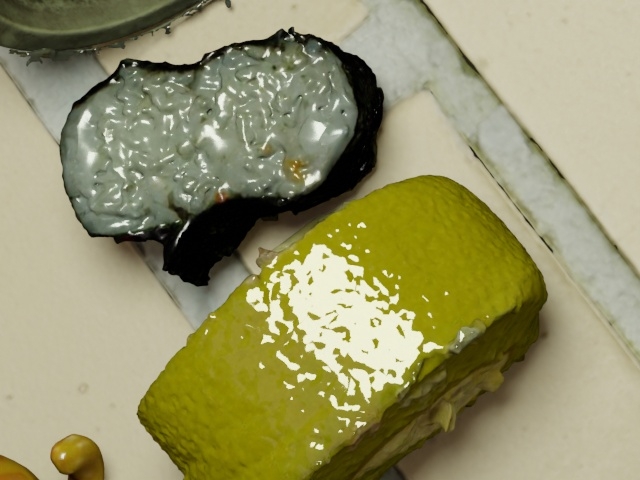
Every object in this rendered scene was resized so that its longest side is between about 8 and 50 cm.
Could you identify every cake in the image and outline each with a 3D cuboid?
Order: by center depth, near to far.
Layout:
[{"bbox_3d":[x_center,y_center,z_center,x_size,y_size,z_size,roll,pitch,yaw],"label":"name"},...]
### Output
[{"bbox_3d":[0.019,0.077,1.230,0.260,0.179,0.156,-44,78,7],"label":"cake"}]

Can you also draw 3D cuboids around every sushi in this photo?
[{"bbox_3d":[-0.060,-0.054,1.294,0.212,0.115,0.147,-17,78,13],"label":"sushi"}]

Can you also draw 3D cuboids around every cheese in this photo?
[{"bbox_3d":[0.000,0.000,1.310,0.083,0.044,0.030,-30,74,12],"label":"cheese"}]

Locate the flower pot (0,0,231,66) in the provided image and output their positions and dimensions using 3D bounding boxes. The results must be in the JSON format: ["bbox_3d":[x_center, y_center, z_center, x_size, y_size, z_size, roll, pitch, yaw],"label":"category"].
[{"bbox_3d":[-0.165,-0.299,1.282,0.290,0.290,0.259,-36,65,8],"label":"flower pot"}]

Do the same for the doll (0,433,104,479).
[{"bbox_3d":[-0.299,0.198,1.306,0.269,0.162,0.167,12,119,8],"label":"doll"}]
